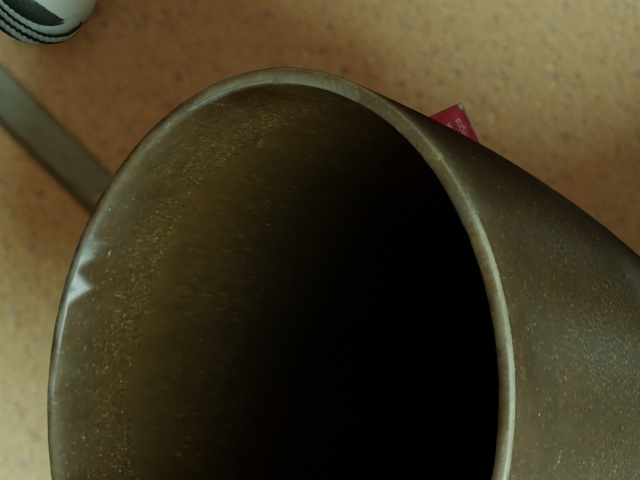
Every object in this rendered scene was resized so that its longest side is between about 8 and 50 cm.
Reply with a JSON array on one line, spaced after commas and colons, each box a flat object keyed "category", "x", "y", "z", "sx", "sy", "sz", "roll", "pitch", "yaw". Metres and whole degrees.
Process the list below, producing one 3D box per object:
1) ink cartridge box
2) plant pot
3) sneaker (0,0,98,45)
[{"category": "ink cartridge box", "x": 0.000, "y": 0.000, "z": 0.673, "sx": 0.150, "sy": 0.109, "sz": 0.063, "roll": -24, "pitch": 91, "yaw": -10}, {"category": "plant pot", "x": 0.054, "y": 0.061, "z": 0.549, "sx": 0.230, "sy": 0.215, "sz": 0.215, "roll": 8, "pitch": 87, "yaw": -45}, {"category": "sneaker", "x": -0.167, "y": -0.240, "z": 0.666, "sx": 0.162, "sy": 0.106, "sz": 0.281, "roll": -45, "pitch": 106, "yaw": -13}]
